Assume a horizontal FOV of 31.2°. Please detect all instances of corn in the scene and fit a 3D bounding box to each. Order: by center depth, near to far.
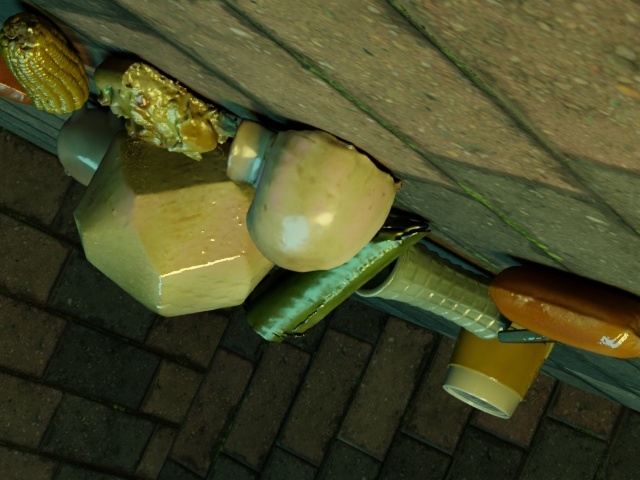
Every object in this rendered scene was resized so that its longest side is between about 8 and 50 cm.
[{"bbox_3d":[-0.397,-0.251,1.660,0.102,0.102,0.313,25,174,-1],"label":"corn"}]

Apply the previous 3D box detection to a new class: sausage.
[{"bbox_3d":[0.371,0.105,1.717,0.274,0.105,0.105,19,172,45],"label":"sausage"},{"bbox_3d":[-0.541,-0.290,1.981,0.179,0.089,0.089,22,177,-39],"label":"sausage"}]

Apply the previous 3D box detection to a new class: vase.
[{"bbox_3d":[0.208,0.077,2.010,0.298,0.143,0.143,24,176,-33],"label":"vase"}]

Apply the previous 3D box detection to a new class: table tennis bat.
[{"bbox_3d":[0.427,0.152,1.921,0.215,0.044,0.329,1,172,-18],"label":"table tennis bat"}]

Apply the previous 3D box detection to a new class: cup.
[{"bbox_3d":[0.353,0.225,2.255,0.185,0.226,0.241,23,167,16],"label":"cup"}]

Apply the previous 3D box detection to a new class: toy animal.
[{"bbox_3d":[-0.417,-0.174,2.179,0.166,0.154,0.250,16,177,0],"label":"toy animal"}]

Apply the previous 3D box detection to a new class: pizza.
[{"bbox_3d":[-0.238,-0.185,1.693,0.223,0.089,0.323,29,174,-11],"label":"pizza"}]

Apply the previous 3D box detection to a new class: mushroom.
[{"bbox_3d":[-0.029,-0.056,1.541,0.236,0.173,0.162,24,172,4],"label":"mushroom"}]

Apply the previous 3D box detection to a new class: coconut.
[{"bbox_3d":[-0.242,-0.043,1.932,0.352,0.353,0.352,24,174,3],"label":"coconut"}]

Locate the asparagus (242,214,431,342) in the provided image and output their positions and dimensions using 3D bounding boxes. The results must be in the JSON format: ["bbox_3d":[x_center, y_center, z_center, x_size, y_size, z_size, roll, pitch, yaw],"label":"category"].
[{"bbox_3d":[0.024,0.041,1.907,0.108,0.128,0.382,19,134,-39],"label":"asparagus"}]
